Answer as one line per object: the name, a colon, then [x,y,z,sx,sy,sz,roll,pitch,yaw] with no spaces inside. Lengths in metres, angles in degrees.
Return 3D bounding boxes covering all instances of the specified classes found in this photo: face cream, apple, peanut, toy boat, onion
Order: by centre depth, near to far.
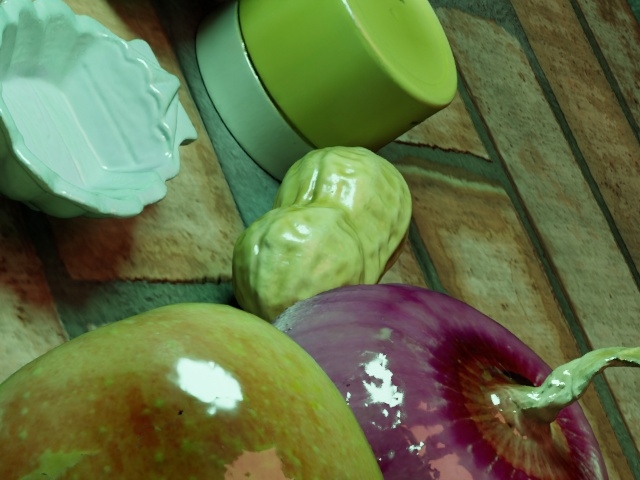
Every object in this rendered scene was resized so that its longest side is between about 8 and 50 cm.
apple: [-0.093,0.213,1.043,0.277,0.319,0.319,52,21,27]
toy boat: [-0.206,-0.097,1.421,0.199,0.100,0.290,64,26,3]
onion: [0.090,0.176,1.443,0.358,0.345,0.358,23,12,-5]
peanut: [0.000,0.000,1.644,0.147,0.147,0.305,53,32,-13]
face cream: [0.009,-0.188,1.807,0.218,0.179,0.218,41,31,-32]
